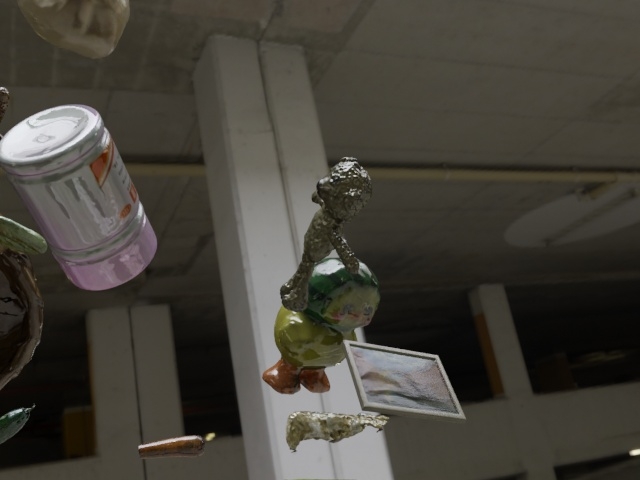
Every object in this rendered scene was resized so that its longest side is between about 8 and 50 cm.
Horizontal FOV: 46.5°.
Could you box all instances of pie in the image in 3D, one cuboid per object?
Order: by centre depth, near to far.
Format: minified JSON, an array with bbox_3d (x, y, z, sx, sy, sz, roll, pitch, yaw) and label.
[{"bbox_3d":[-0.333,-0.007,0.801,0.085,0.017,0.085,18,-21,7],"label":"pie"}]

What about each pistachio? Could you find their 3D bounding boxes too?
[{"bbox_3d":[-0.546,-0.515,1.627,0.208,0.332,0.226,-40,-44,-32],"label":"pistachio"}]

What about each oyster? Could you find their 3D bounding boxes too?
[{"bbox_3d":[0.034,0.298,1.222,0.106,0.061,0.200,-19,-16,24],"label":"oyster"}]

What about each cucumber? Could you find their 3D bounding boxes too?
[{"bbox_3d":[-0.543,0.324,1.228,0.168,0.039,0.039,-34,-13,-18],"label":"cucumber"}]

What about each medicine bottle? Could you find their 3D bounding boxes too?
[{"bbox_3d":[-0.461,-0.080,1.442,0.202,0.202,0.316,-12,-49,3],"label":"medicine bottle"}]

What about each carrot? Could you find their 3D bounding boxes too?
[{"bbox_3d":[-0.369,0.516,1.852,0.161,0.055,0.055,-2,-21,-10],"label":"carrot"}]

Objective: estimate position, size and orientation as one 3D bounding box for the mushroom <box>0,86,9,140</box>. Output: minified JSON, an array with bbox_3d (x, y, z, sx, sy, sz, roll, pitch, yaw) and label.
[{"bbox_3d":[-0.978,-0.357,2.231,0.148,0.217,0.227,-1,-39,36],"label":"mushroom"}]

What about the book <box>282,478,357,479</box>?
[{"bbox_3d":[-0.077,0.533,1.448,0.239,0.035,0.352,-37,-28,9],"label":"book"}]

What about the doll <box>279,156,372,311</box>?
[{"bbox_3d":[0.000,-0.013,1.265,0.091,0.202,0.286,17,-31,-15],"label":"doll"}]

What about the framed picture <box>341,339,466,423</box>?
[{"bbox_3d":[0.173,0.294,1.553,0.250,0.184,0.016,14,-56,-25],"label":"framed picture"}]

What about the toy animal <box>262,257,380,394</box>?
[{"bbox_3d":[-0.001,0.181,1.714,0.216,0.191,0.338,11,-65,-41],"label":"toy animal"}]

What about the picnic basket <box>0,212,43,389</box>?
[{"bbox_3d":[-0.506,0.068,0.918,0.293,0.337,0.337,-34,-15,-14],"label":"picnic basket"}]
